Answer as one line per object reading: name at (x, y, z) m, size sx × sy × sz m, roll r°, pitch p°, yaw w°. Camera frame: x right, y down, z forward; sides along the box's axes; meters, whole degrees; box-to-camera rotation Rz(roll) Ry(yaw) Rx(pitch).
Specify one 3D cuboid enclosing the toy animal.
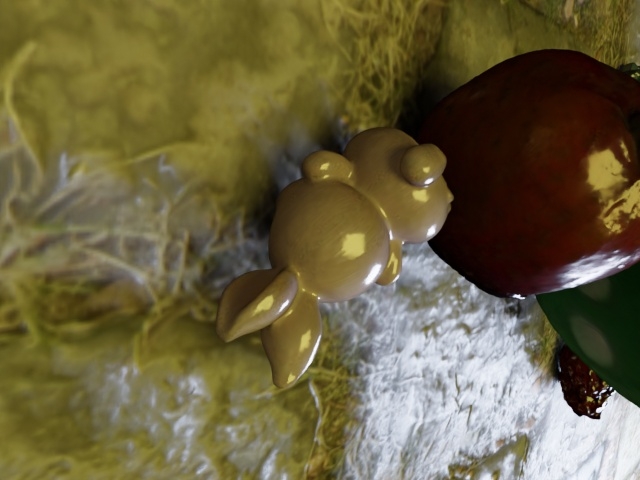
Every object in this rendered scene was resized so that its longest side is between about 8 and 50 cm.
toy animal at (-0.001, 0.000, 0.416) m, size 0.212 × 0.124 × 0.124 m, roll -38°, pitch 127°, yaw -18°

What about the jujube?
jujube at (0.462, 0.229, 0.942) m, size 0.104 × 0.104 × 0.166 m, roll -22°, pitch 128°, yaw -38°

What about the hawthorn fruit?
hawthorn fruit at (0.199, -0.063, 0.478) m, size 0.215 × 0.250 × 0.215 m, roll 5°, pitch 78°, yaw -23°

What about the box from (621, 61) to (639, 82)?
box at (0.527, -0.155, 0.854) m, size 0.162 × 0.130 × 0.227 m, roll -56°, pitch 132°, yaw -32°

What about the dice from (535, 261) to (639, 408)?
dice at (0.445, 0.014, 0.664) m, size 0.297 × 0.287 × 0.300 m, roll -30°, pitch 125°, yaw -9°
